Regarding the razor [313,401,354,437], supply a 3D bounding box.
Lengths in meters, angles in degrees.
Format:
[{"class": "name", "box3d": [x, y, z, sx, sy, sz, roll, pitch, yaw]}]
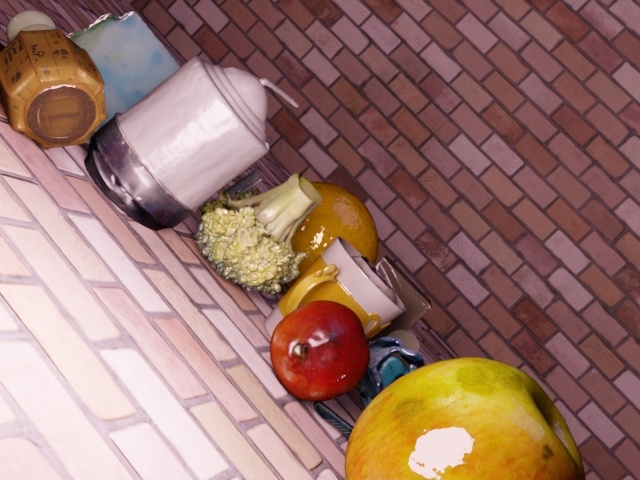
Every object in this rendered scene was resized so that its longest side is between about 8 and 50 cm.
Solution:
[{"class": "razor", "box3d": [0.060, 0.329, 1.416, 0.190, 0.033, 0.066, 44, 7, -11]}]

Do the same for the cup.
[{"class": "cup", "box3d": [0.011, 0.118, 1.541, 0.185, 0.226, 0.241, 52, 10, 31]}]

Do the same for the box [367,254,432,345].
[{"class": "box", "box3d": [0.109, 0.163, 1.821, 0.149, 0.231, 0.155, 46, 7, 4]}]

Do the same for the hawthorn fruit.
[{"class": "hawthorn fruit", "box3d": [-0.008, 0.177, 1.372, 0.169, 0.169, 0.188, 50, 11, 29]}]

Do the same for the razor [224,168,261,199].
[{"class": "razor", "box3d": [-0.157, -0.076, 2.304, 0.232, 0.106, 0.068, 55, 2, -31]}]

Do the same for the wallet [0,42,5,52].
[{"class": "wallet", "box3d": [-0.561, -0.319, 1.461, 0.095, 0.026, 0.176, 48, 5, -39]}]

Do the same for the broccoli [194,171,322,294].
[{"class": "broccoli", "box3d": [-0.114, -0.037, 1.597, 0.263, 0.243, 0.247, 32, 28, -42]}]

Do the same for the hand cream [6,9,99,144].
[{"class": "hand cream", "box3d": [-0.493, -0.296, 1.551, 0.306, 0.093, 0.147, 61, 14, 25]}]

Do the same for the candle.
[{"class": "candle", "box3d": [-0.221, -0.184, 1.462, 0.221, 0.342, 0.221, 51, 6, -8]}]

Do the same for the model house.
[{"class": "model house", "box3d": [-0.390, -0.290, 1.732, 0.261, 0.226, 0.241, 52, -6, 14]}]

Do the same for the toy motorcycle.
[{"class": "toy motorcycle", "box3d": [0.135, 0.292, 1.609, 0.206, 0.154, 0.260, 44, -22, 21]}]

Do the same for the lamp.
[{"class": "lamp", "box3d": [-0.423, -0.239, 1.322, 0.161, 0.161, 0.185, 38, 11, -48]}]

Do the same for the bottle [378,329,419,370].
[{"class": "bottle", "box3d": [0.152, 0.266, 1.738, 0.072, 0.072, 0.201, 50, -27, 29]}]

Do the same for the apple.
[{"class": "apple", "box3d": [0.207, 0.331, 1.188, 0.339, 0.339, 0.339, 45, 7, -7]}]

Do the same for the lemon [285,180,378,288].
[{"class": "lemon", "box3d": [-0.001, -0.001, 1.972, 0.293, 0.293, 0.293, 45, 7, -7]}]
